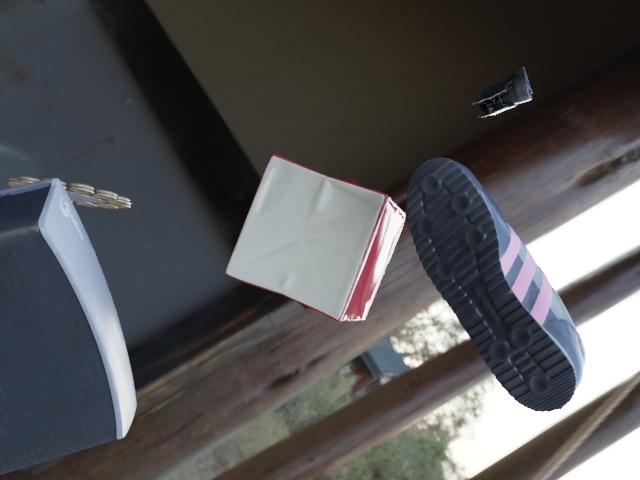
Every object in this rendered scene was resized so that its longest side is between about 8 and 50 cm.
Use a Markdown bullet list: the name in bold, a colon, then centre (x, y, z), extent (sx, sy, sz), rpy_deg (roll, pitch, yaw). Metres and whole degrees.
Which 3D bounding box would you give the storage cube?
- **storage cube**: centre (0.000, 0.000, 1.089), extent (0.183, 0.215, 0.193), rpy_deg (22, 0, 15)

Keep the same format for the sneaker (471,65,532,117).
- **sneaker**: centre (0.302, -0.244, 1.220), extent (0.051, 0.089, 0.170), rpy_deg (66, 21, -14)

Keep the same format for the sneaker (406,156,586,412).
- **sneaker**: centre (0.212, 0.044, 0.889), extent (0.131, 0.112, 0.319), rpy_deg (-17, 79, -58)

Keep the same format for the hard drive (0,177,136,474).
- **hard drive**: centre (-0.245, 0.085, 0.573), extent (0.054, 0.172, 0.255), rpy_deg (-120, -160, -50)

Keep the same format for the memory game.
- **memory game**: centre (-0.384, -0.073, 1.130), extent (0.186, 0.186, 0.012), rpy_deg (83, 15, -83)
